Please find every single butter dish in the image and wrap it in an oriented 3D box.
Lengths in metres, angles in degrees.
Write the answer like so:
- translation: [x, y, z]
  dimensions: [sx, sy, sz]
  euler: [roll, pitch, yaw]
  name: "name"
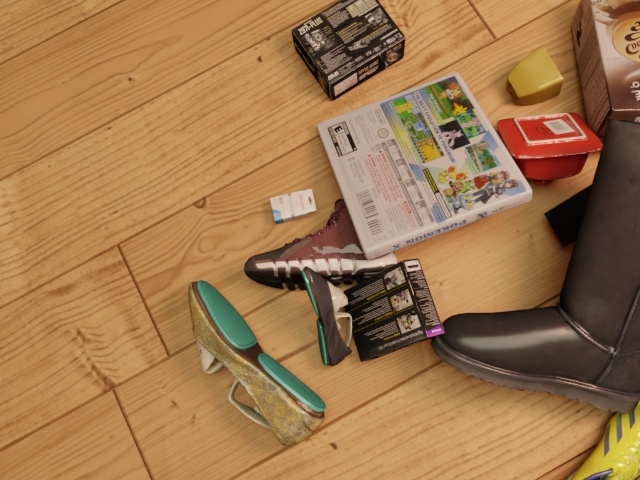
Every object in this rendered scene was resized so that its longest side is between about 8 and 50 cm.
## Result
- translation: [0.415, -0.157, 1.153]
  dimensions: [0.159, 0.118, 0.160]
  euler: [-6, 35, 4]
  name: "butter dish"

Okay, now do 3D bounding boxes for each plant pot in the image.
- translation: [0.407, -0.308, 1.204]
  dimensions: [0.083, 0.081, 0.081]
  euler: [-28, 76, 9]
  name: "plant pot"

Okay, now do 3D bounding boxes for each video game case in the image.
- translation: [0.174, -0.148, 1.144]
  dimensions: [0.299, 0.036, 0.329]
  euler: [-20, 54, 3]
  name: "video game case"

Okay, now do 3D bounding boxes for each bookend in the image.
- translation: [0.519, -0.066, 1.128]
  dimensions: [0.157, 0.156, 0.072]
  euler: [-12, 70, -44]
  name: "bookend"

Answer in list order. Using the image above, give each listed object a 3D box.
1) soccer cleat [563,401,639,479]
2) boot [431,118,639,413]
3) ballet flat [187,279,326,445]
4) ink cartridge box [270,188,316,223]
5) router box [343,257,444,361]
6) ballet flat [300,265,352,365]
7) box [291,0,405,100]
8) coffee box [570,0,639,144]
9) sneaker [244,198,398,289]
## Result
- translation: [0.479, 0.369, 1.009]
  dimensions: [0.289, 0.121, 0.093]
  euler: [-43, 76, -11]
  name: "soccer cleat"
- translation: [0.410, 0.026, 0.984]
  dimensions: [0.366, 0.146, 0.446]
  euler: [13, 113, -3]
  name: "boot"
- translation: [-0.142, 0.223, 1.112]
  dimensions: [0.348, 0.123, 0.123]
  euler: [44, 84, 13]
  name: "ballet flat"
- translation: [-0.052, -0.066, 1.210]
  dimensions: [0.083, 0.028, 0.048]
  euler: [-13, 76, 2]
  name: "ink cartridge box"
- translation: [0.118, 0.124, 1.083]
  dimensions: [0.046, 0.179, 0.133]
  euler: [-5, 72, -39]
  name: "router box"
- translation: [0.018, 0.128, 1.102]
  dimensions: [0.074, 0.074, 0.203]
  euler: [-12, 113, 2]
  name: "ballet flat"
- translation: [0.056, -0.395, 1.254]
  dimensions: [0.180, 0.077, 0.147]
  euler: [-33, 76, -3]
  name: "box"
- translation: [0.577, -0.324, 1.144]
  dimensions: [0.168, 0.119, 0.297]
  euler: [-1, 65, 5]
  name: "coffee box"
- translation: [0.000, 0.000, 1.166]
  dimensions: [0.281, 0.106, 0.163]
  euler: [-1, 66, -1]
  name: "sneaker"
